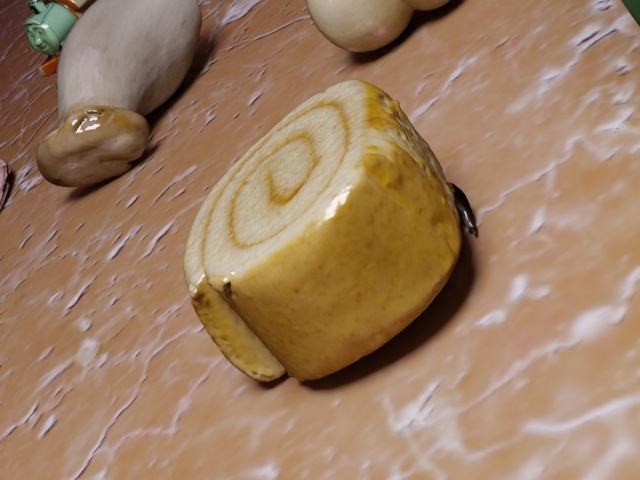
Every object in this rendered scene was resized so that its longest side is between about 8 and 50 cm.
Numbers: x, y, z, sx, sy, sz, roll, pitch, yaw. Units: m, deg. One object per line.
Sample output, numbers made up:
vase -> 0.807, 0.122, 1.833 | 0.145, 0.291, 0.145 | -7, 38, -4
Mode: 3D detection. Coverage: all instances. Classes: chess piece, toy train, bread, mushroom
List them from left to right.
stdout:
toy train -> -0.193, -0.206, 1.119 | 0.074, 0.118, 0.176 | -16, 31, 47
mushroom -> -0.149, -0.125, 0.953 | 0.097, 0.088, 0.212 | 3, 43, 10
bread -> 0.000, 0.000, 0.538 | 0.122, 0.073, 0.149 | -38, 21, 16
chess piece -> 0.063, -0.179, 0.741 | 0.170, 0.094, 0.094 | -35, 23, 17

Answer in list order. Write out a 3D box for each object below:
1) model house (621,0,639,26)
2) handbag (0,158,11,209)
model house -> 0.179, -0.277, 0.473 | 0.280, 0.312, 0.245 | -30, 22, 24
handbag -> -0.367, -0.033, 1.062 | 0.179, 0.116, 0.205 | -32, 25, 17
